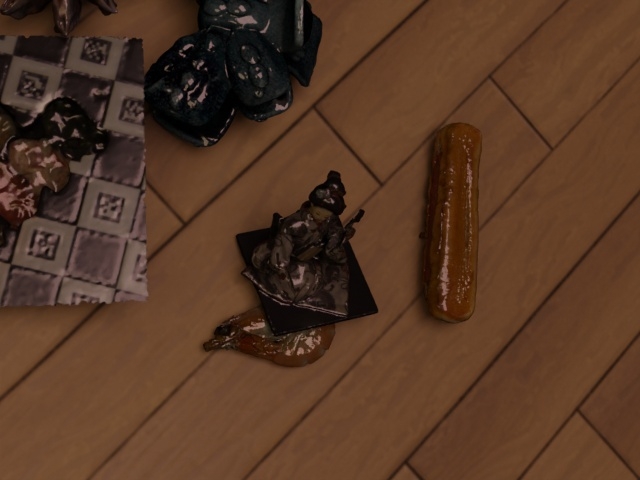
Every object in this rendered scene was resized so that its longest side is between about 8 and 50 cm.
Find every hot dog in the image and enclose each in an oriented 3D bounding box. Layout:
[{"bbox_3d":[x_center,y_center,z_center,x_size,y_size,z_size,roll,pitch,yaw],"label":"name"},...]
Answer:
[{"bbox_3d":[0.184,-0.026,1.791,0.088,0.061,0.286,16,73,-22],"label":"hot dog"}]

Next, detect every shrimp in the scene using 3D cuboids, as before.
[{"bbox_3d":[-0.063,0.120,1.674,0.184,0.043,0.091,-3,84,-23],"label":"shrimp"}]

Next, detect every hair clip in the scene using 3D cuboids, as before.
[{"bbox_3d":[-0.104,-0.273,1.660,0.206,0.194,0.310,6,78,8],"label":"hair clip"}]

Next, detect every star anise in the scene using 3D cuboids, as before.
[{"bbox_3d":[-0.297,-0.340,1.611,0.231,0.089,0.209,15,71,5],"label":"star anise"}]

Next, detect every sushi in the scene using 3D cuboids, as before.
[{"bbox_3d":[-0.369,-0.082,1.577,0.320,0.069,0.339,-2,80,-8],"label":"sushi"}]

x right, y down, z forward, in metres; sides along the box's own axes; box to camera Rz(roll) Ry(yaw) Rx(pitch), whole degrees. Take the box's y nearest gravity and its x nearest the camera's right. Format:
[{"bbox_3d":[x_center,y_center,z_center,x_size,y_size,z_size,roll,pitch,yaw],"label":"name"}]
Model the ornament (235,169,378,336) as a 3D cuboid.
[{"bbox_3d":[0.000,0.000,1.620,0.166,0.196,0.153,-13,64,-24],"label":"ornament"}]
